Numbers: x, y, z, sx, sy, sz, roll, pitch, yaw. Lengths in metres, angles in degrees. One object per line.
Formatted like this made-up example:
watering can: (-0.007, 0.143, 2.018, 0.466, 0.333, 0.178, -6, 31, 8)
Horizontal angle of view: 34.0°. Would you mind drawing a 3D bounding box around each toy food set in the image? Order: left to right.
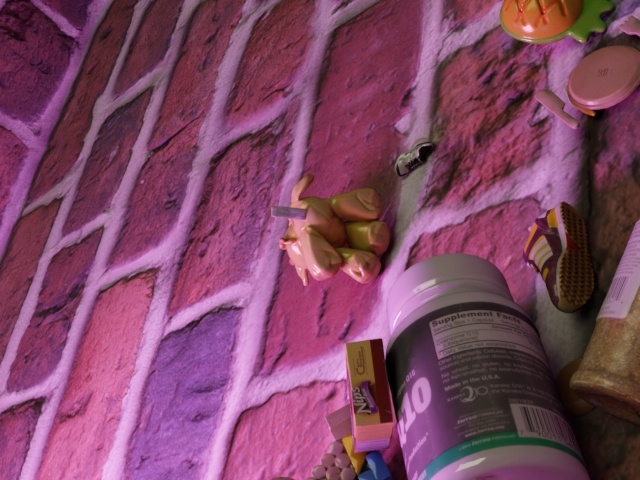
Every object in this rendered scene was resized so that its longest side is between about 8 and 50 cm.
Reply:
toy food set: (0.434, -0.245, 1.588, 0.192, 0.038, 0.132, -40, 40, 8)

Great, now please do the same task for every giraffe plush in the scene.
giraffe plush: (0.000, 0.000, 1.810, 0.170, 0.210, 0.181, 127, 163, -67)

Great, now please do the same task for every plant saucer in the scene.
plant saucer: (0.326, 0.181, 1.326, 0.083, 0.015, 0.083, -33, 37, 29)

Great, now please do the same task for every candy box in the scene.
candy box: (0.062, 0.205, 1.362, 0.053, 0.186, 0.109, -6, 69, -2)

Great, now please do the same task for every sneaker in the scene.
sneaker: (0.164, -0.144, 1.837, 0.083, 0.032, 0.037, -50, 32, 6)
sneaker: (0.321, 0.035, 1.436, 0.084, 0.069, 0.185, -37, 28, 40)

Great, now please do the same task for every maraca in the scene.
maraca: (0.384, -0.376, 1.719, 0.186, 0.099, 0.127, 13, 74, 29)

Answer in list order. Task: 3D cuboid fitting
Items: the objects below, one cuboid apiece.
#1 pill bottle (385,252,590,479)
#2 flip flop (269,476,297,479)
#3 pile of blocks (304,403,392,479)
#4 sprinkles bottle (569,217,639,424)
pill bottle: (0.192, 0.195, 1.308, 0.204, 0.204, 0.361, -38, 34, 23)
flip flop: (0.013, 0.399, 1.323, 0.277, 0.080, 0.112, 38, 84, 29)
pile of blocks: (0.025, 0.392, 1.449, 0.149, 0.112, 0.362, 21, 68, 20)
sprinkles bottle: (0.416, 0.039, 1.248, 0.121, 0.121, 0.355, 5, 64, 54)
